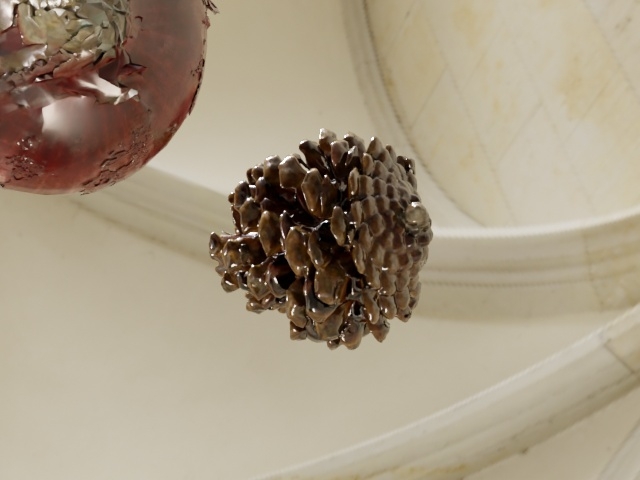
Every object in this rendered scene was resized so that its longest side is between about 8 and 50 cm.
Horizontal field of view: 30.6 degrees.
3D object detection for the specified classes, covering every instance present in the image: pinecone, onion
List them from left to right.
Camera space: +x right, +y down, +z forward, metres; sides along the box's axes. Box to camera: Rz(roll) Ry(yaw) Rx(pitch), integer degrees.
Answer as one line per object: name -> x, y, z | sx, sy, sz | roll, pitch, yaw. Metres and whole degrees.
onion -> -0.133, -0.115, 0.614 | 0.184, 0.147, 0.184 | 1, -91, -30
pinecone -> 0.000, 0.000, 0.851 | 0.173, 0.174, 0.174 | 12, -131, -15
